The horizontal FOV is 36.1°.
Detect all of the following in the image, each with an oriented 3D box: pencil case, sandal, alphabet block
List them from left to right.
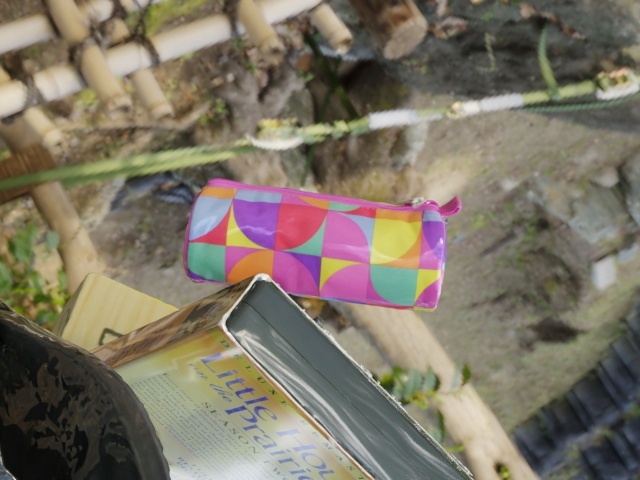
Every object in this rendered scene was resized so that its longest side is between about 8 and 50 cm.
[{"bbox_3d":[-0.263,0.101,0.654,0.107,0.445,0.168,4,114,-53],"label":"sandal"},{"bbox_3d":[-0.289,0.193,1.360,0.193,0.197,0.192,26,145,-17],"label":"alphabet block"},{"bbox_3d":[0.000,0.000,0.861,0.236,0.105,0.104,4,160,3],"label":"pencil case"}]

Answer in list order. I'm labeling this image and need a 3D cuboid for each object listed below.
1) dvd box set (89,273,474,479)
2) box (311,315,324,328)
[{"bbox_3d":[-0.071,0.196,0.852,0.420,0.307,0.062,-26,-157,51],"label":"dvd box set"},{"bbox_3d":[-0.031,0.184,1.811,0.067,0.018,0.083,-29,-155,38],"label":"box"}]
